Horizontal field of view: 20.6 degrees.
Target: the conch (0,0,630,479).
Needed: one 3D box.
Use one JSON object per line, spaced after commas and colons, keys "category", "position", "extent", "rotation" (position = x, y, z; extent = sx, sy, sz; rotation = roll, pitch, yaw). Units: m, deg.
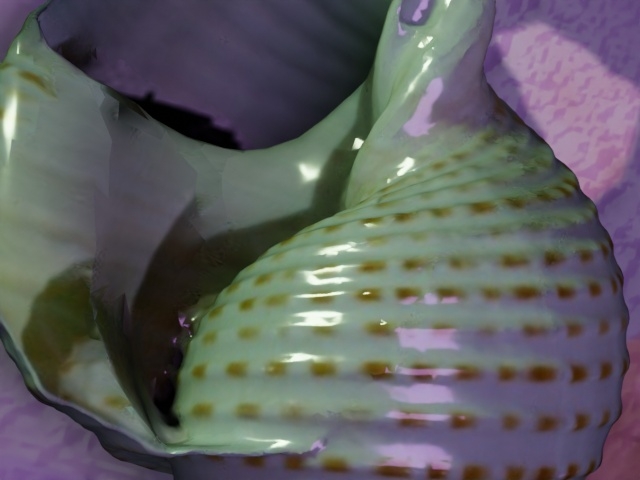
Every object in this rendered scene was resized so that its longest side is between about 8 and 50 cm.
{"category": "conch", "position": [0.000, 0.007, 0.487], "extent": [0.172, 0.131, 0.200], "rotation": [8, 59, 5]}
